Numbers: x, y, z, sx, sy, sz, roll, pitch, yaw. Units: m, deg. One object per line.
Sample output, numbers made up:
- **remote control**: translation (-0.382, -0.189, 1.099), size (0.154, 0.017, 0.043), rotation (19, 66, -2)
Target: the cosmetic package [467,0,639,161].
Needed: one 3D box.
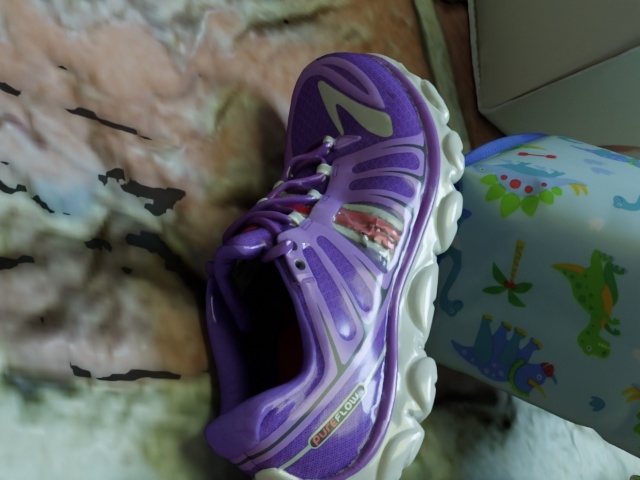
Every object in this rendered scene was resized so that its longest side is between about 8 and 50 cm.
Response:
- **cosmetic package**: translation (0.212, -0.071, 0.727), size (0.296, 0.129, 0.153), rotation (36, 43, -38)

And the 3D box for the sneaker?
- **sneaker**: translation (0.000, 0.000, 0.433), size (0.071, 0.068, 0.170), rotation (33, 44, -32)

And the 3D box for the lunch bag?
- **lunch bag**: translation (0.121, 0.015, 0.524), size (0.151, 0.129, 0.096), rotation (-27, 136, -55)

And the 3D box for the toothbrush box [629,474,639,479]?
- **toothbrush box**: translation (0.236, 0.191, 0.489), size (0.283, 0.206, 0.122), rotation (20, 91, -48)
